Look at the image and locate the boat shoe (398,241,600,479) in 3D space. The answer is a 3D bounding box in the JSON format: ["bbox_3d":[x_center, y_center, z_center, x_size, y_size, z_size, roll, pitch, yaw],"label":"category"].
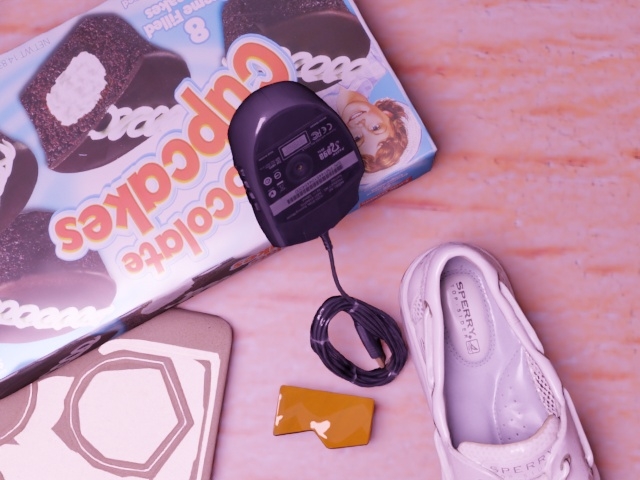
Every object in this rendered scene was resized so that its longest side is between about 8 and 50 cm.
[{"bbox_3d":[0.116,0.132,1.049,0.098,0.096,0.277,-22,85,-1],"label":"boat shoe"}]

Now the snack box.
[{"bbox_3d":[-0.111,-0.055,1.072,0.322,0.060,0.187,-28,80,-5],"label":"snack box"}]

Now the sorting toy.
[{"bbox_3d":[-0.129,0.153,1.085,0.307,0.041,0.229,9,81,2],"label":"sorting toy"}]

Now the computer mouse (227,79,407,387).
[{"bbox_3d":[0.000,0.000,1.028,0.071,0.041,0.242,-32,130,-15],"label":"computer mouse"}]
